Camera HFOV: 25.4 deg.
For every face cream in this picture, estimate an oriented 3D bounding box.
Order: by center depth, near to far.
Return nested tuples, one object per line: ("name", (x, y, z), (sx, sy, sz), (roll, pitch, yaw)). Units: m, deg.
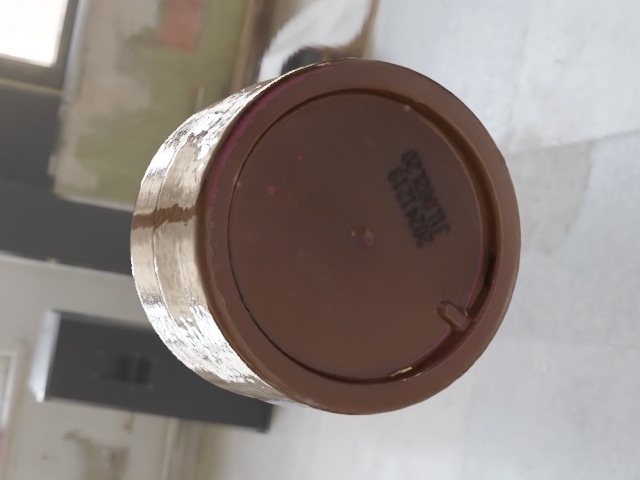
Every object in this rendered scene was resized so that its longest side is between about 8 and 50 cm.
("face cream", (0.000, 0.000, 0.626), (0.104, 0.149, 0.149), (175, 105, -67))
